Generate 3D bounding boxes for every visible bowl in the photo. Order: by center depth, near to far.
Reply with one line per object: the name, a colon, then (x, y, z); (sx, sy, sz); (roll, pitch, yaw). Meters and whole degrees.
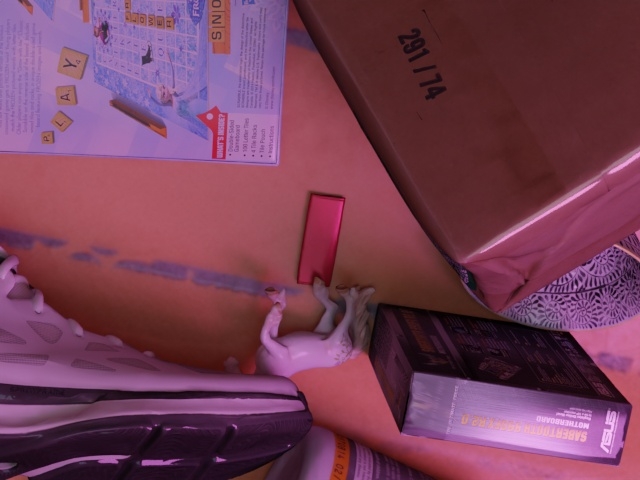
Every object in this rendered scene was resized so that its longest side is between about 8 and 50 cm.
bowl: (0.209, 0.004, 1.533); (0.170, 0.080, 0.170); (8, 149, 5)

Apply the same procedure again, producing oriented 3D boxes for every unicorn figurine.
unicorn figurine: (-0.027, 0.092, 1.560); (0.162, 0.060, 0.111); (-3, 116, -10)

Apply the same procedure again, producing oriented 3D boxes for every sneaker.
sneaker: (-0.227, 0.071, 1.464); (0.448, 0.169, 0.257); (2, 62, -23)

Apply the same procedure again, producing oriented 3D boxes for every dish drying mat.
dish drying mat: (0.000, 0.000, 1.567); (0.032, 0.008, 0.083); (8, 103, -7)

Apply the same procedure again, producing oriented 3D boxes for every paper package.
paper package: (0.167, -0.162, 1.381); (0.309, 0.168, 0.324); (-32, 69, 6)

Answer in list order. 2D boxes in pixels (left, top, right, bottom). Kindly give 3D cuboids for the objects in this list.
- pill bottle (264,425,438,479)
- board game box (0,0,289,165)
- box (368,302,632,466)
pill bottle: (0.078, 0.289, 1.572); (0.278, 0.162, 0.162); (26, 101, -10)
board game box: (-0.183, -0.227, 1.460); (0.318, 0.066, 0.318); (3, 105, -6)
box: (0.145, 0.118, 1.494); (0.183, 0.231, 0.056); (8, 101, -7)
